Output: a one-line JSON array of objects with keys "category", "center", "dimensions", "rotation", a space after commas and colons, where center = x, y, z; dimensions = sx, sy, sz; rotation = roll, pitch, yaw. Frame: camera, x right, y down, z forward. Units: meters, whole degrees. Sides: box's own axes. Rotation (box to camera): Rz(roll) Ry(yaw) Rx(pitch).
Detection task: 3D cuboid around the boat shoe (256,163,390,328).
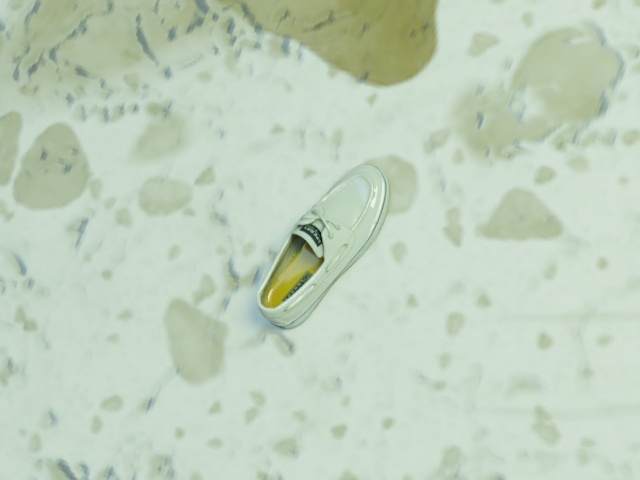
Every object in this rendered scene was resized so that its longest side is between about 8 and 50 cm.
[{"category": "boat shoe", "center": [0.000, 0.000, 0.856], "dimensions": [0.035, 0.035, 0.100], "rotation": [37, 87, 23]}]
